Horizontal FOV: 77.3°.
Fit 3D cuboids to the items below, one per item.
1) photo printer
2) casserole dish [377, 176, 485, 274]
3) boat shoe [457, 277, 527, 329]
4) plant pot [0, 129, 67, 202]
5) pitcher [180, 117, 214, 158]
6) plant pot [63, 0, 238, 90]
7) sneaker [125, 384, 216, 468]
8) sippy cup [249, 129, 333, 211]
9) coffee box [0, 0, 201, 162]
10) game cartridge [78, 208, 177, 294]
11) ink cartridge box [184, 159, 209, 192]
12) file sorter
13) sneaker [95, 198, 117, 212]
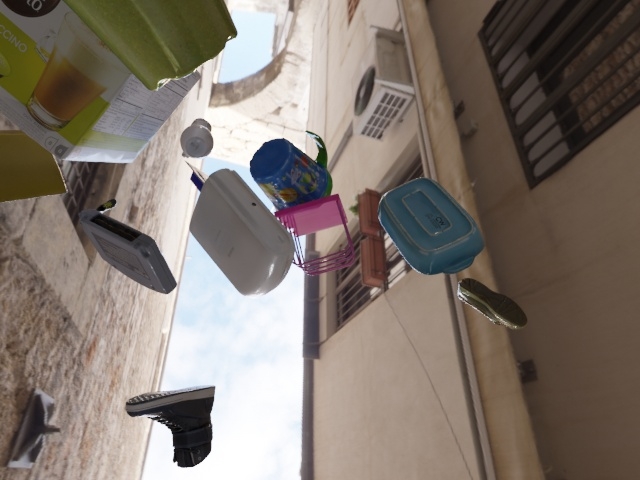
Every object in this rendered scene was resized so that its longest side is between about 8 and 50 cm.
[{"bbox_3d":[-0.208,-0.001,1.071,0.307,0.256,0.107,49,-134,9],"label":"photo printer"},{"bbox_3d":[0.157,-0.031,0.592,0.114,0.037,0.188,-25,-132,-1],"label":"casserole dish"},{"bbox_3d":[0.343,0.134,0.812,0.056,0.048,0.153,-24,-140,-29],"label":"boat shoe"},{"bbox_3d":[-0.947,-0.236,1.220,0.212,0.187,0.212,14,-159,26],"label":"plant pot"},{"bbox_3d":[-0.497,-0.378,1.578,0.125,0.177,0.207,29,-160,-28],"label":"pitcher"},{"bbox_3d":[-0.267,-0.384,0.601,0.254,0.276,0.276,58,-135,-35],"label":"plant pot"},{"bbox_3d":[-0.307,0.398,0.841,0.226,0.086,0.163,25,-119,-57],"label":"sneaker"},{"bbox_3d":[-0.110,-0.213,1.331,0.224,0.240,0.305,40,-133,-51],"label":"sippy cup"},{"bbox_3d":[-0.552,-0.419,0.947,0.338,0.338,0.334,41,-83,-7],"label":"coffee box"},{"bbox_3d":[-0.523,0.036,1.097,0.297,0.198,0.062,21,-126,26],"label":"game cartridge"},{"bbox_3d":[-0.401,-0.179,1.614,0.069,0.371,0.176,-45,-116,4],"label":"ink cartridge box"},{"bbox_3d":[0.000,0.000,1.305,0.202,0.290,0.182,-16,-104,5],"label":"file sorter"},{"bbox_3d":[-0.776,-0.123,1.454,0.083,0.035,0.031,-44,-72,-25],"label":"sneaker"}]
